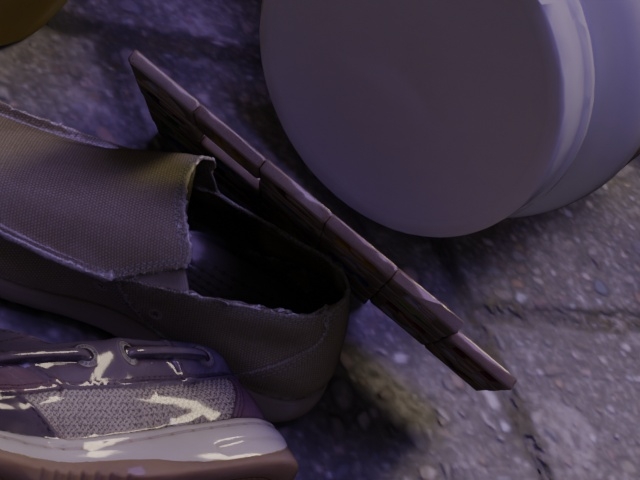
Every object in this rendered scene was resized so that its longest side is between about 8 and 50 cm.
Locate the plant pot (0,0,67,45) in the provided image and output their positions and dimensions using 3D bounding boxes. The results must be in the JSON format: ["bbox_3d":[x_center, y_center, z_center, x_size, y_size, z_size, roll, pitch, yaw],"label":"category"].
[{"bbox_3d":[-0.172,-0.240,0.813,0.254,0.239,0.254,22,40,-20],"label":"plant pot"}]

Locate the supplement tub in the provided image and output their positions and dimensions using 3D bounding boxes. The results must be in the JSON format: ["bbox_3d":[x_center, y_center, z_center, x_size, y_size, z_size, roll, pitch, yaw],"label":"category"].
[{"bbox_3d":[0.140,-0.157,0.970,0.241,0.241,0.331,46,43,10],"label":"supplement tub"}]

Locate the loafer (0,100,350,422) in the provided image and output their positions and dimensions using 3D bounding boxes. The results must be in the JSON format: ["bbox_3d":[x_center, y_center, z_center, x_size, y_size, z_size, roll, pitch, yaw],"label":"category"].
[{"bbox_3d":[-0.096,-0.009,0.758,0.268,0.092,0.102,28,37,-15],"label":"loafer"}]

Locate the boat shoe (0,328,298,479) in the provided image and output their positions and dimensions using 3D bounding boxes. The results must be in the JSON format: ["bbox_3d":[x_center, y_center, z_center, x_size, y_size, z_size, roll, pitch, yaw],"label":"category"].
[{"bbox_3d":[-0.137,0.084,0.632,0.285,0.103,0.092,3,45,-42],"label":"boat shoe"}]

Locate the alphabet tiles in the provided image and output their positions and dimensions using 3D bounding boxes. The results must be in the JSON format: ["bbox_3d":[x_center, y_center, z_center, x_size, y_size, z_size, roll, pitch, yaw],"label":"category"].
[{"bbox_3d":[0.000,0.000,0.788,0.237,0.009,0.198,40,-6,2],"label":"alphabet tiles"}]
